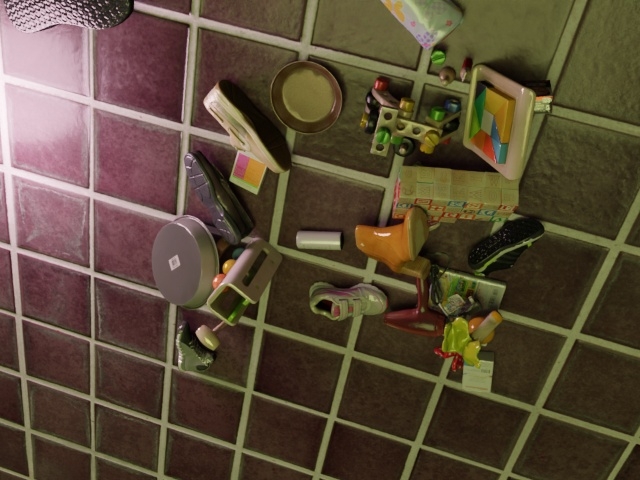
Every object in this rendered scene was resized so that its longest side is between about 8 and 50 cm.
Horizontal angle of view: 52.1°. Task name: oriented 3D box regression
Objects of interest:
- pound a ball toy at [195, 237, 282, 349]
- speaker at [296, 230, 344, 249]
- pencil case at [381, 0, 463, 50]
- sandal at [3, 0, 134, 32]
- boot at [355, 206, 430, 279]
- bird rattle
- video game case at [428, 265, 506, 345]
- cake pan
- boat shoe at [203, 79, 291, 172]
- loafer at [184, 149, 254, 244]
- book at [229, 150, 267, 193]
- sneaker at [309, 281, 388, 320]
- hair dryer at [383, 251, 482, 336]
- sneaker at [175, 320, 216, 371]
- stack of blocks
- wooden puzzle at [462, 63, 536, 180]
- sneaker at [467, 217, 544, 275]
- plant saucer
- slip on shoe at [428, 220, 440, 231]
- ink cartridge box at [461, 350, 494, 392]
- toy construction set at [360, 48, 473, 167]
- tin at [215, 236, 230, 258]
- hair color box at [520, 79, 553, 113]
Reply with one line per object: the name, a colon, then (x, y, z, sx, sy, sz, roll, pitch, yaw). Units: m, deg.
pound a ball toy: (-0.260, 0.144, 1.932, 0.135, 0.319, 0.208, 40, 121, -7)
speaker: (0.000, 0.000, 1.933, 0.136, 0.055, 0.055, 2, 118, 15)
pencil case: (0.208, -0.577, 1.524, 0.273, 0.113, 0.124, 46, 77, -10)
sandal: (-0.664, -0.654, 1.752, 0.445, 0.107, 0.168, 6, 121, 27)
boot: (0.185, -0.009, 1.780, 0.211, 0.104, 0.295, 21, 151, 28)
bird rattle: (0.438, 0.284, 1.861, 0.207, 0.253, 0.143, -42, 70, -2)
video game case: (0.418, 0.196, 1.939, 0.206, 0.026, 0.227, 14, 122, 8)
cake pan: (-0.424, 0.070, 2.005, 0.293, 0.054, 0.294, 4, 95, 41)
boat shoe: (-0.200, -0.297, 1.802, 0.098, 0.109, 0.302, -37, 97, 34)
loafer: (-0.298, -0.136, 1.939, 0.109, 0.095, 0.303, -7, 114, 53)
book: (-0.200, -0.217, 1.886, 0.096, 0.035, 0.144, 25, 120, 3)
sneaker: (0.078, 0.197, 1.985, 0.252, 0.111, 0.103, 0, 118, 16)
hair dryer: (0.306, 0.177, 1.919, 0.293, 0.080, 0.224, -38, 87, 24)
sneaker: (-0.421, 0.370, 2.250, 0.132, 0.086, 0.229, 11, 130, 5)
stack of blocks: (0.343, -0.112, 1.698, 0.296, 0.087, 0.171, 5, 164, 2)
wooden puzzle: (0.415, -0.286, 1.569, 0.044, 0.239, 0.221, -9, 121, -17)
sneaker: (0.515, 0.023, 1.800, 0.234, 0.084, 0.097, -32, 130, 29)
plant saucer: (-0.035, -0.383, 1.744, 0.198, 0.036, 0.199, 7, 120, 12)
slip on shoe: (0.279, -0.029, 1.843, 0.135, 0.052, 0.041, -23, 132, 24)
ink cartridge box: (0.485, 0.402, 2.016, 0.088, 0.052, 0.123, 5, 118, 14)
toy construction set: (0.238, -0.309, 1.588, 0.257, 0.237, 0.309, 40, 121, -7)
tin: (-0.334, 0.054, 2.031, 0.040, 0.106, 0.190, 40, 120, 1)
hair color box: (0.510, -0.340, 1.548, 0.071, 0.141, 0.043, 1, 119, 15)
